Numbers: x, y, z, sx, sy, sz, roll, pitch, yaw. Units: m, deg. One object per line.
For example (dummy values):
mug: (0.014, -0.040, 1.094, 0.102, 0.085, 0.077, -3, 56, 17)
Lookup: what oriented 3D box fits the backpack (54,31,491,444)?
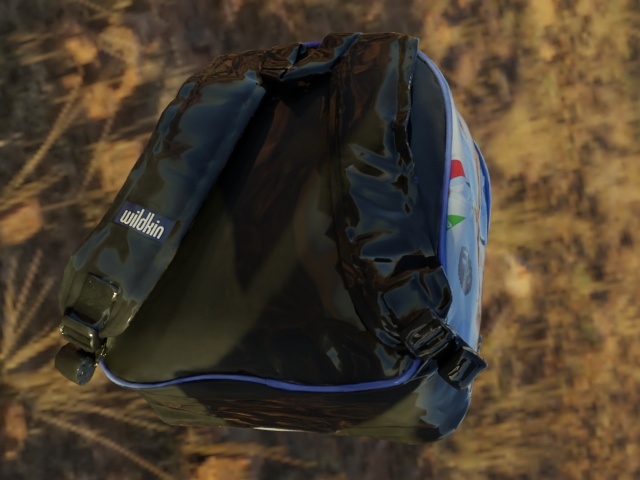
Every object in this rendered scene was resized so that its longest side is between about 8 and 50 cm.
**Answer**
backpack: (0.000, 0.000, 0.937, 0.213, 0.276, 0.263, 54, 42, -61)
